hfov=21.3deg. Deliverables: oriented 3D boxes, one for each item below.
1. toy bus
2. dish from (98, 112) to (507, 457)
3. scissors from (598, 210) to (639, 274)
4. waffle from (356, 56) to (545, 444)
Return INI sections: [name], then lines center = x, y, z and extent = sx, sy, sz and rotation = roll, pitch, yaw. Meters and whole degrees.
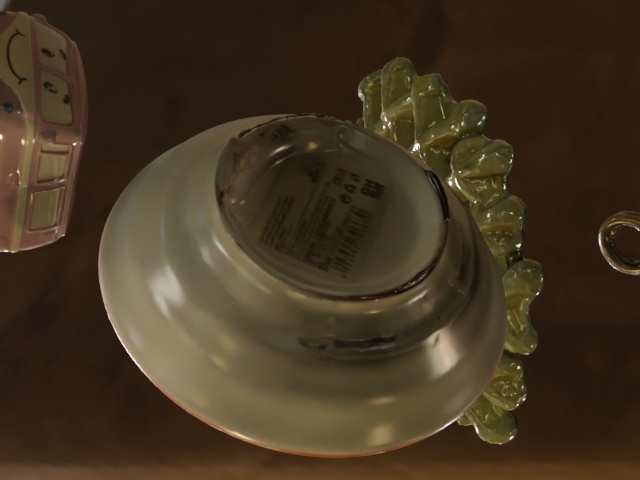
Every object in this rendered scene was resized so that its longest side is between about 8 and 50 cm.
[toy bus]
center = -0.281, -0.097, 1.487
extent = 0.142, 0.142, 0.202
rotation = 2, 145, -14
[dish]
center = 0.000, 0.000, 1.033
extent = 0.260, 0.260, 0.085
rotation = 12, 139, -6
[scissors]
center = 0.289, 0.055, 1.192
extent = 0.088, 0.017, 0.220
rotation = -39, 94, 33
[waffle]
center = 0.096, 0.002, 1.424
extent = 0.056, 0.309, 0.291
rotation = -12, 121, -18
